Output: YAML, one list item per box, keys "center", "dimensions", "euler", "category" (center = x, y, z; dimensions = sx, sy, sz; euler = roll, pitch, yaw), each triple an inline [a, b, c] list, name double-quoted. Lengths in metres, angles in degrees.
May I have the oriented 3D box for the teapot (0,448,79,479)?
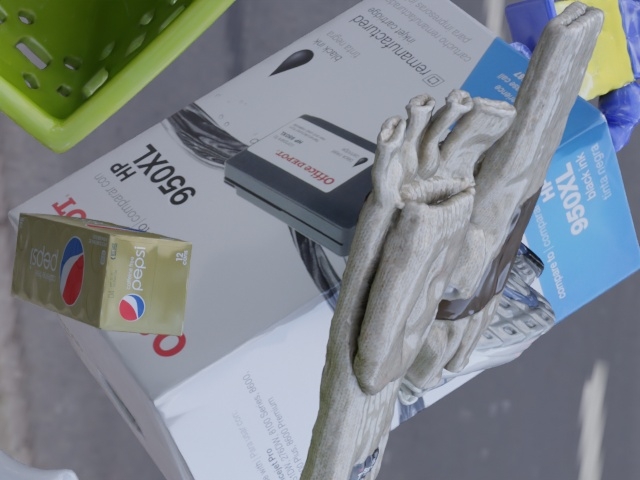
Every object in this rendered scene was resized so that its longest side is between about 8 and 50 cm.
- center: [-0.349, 0.191, 1.318]
  dimensions: [0.252, 0.187, 0.256]
  euler: [39, 82, -30]
  category: "teapot"

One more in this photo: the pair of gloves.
- center: [0.055, 0.001, 0.878]
  dimensions: [0.240, 0.042, 0.204]
  euler: [-42, 153, -56]
  category: "pair of gloves"

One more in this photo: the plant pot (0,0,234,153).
- center: [-0.163, -0.233, 1.267]
  dimensions: [0.228, 0.227, 0.207]
  euler: [44, 19, -15]
  category: "plant pot"

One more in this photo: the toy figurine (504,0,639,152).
- center: [0.252, -0.203, 1.685]
  dimensions: [0.217, 0.191, 0.363]
  euler: [-16, 97, -22]
  category: "toy figurine"

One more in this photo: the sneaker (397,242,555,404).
- center: [0.072, 0.054, 1.201]
  dimensions: [0.129, 0.111, 0.297]
  euler: [-53, 175, 11]
  category: "sneaker"

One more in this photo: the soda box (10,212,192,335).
- center: [-0.147, 0.020, 1.252]
  dimensions: [0.058, 0.181, 0.061]
  euler: [6, 93, -28]
  category: "soda box"

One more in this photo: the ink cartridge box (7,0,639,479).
- center: [0.000, 0.000, 1.478]
  dimensions: [0.395, 0.285, 0.166]
  euler: [-32, 131, -12]
  category: "ink cartridge box"
